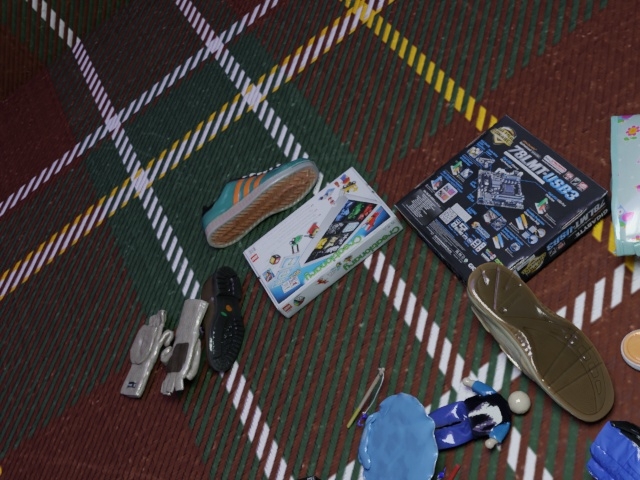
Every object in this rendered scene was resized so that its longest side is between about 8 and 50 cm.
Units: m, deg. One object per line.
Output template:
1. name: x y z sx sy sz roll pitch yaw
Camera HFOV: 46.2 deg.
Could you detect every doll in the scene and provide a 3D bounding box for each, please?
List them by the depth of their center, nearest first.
1. doll: 0.257 0.290 1.252 0.188 0.046 0.129 -21 52 16

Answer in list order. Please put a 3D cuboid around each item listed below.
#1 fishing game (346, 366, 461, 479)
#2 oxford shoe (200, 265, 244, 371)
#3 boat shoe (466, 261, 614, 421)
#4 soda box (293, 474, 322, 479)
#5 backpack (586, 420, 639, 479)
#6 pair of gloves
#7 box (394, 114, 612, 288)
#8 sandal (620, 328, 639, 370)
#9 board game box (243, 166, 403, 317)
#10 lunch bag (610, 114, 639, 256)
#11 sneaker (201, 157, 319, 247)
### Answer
1. fishing game: 0.133 0.352 1.253 0.264 0.041 0.189 43 112 53
2. oxford shoe: -0.217 0.175 1.586 0.096 0.082 0.227 -31 47 38
3. boat shoe: 0.354 0.169 1.235 0.109 0.098 0.302 -38 71 -11
4. soda box: -0.014 0.489 1.260 0.053 0.060 0.169 -19 51 16
5. backpack: 0.460 0.330 1.082 0.120 0.097 0.101 39 112 41
6. pair of gloves: -0.325 0.233 1.592 0.240 0.042 0.204 -16 56 42
7. box: 0.338 -0.063 1.428 0.293 0.073 0.295 -39 49 0
8. sandal: 0.589 0.169 1.127 0.265 0.076 0.102 0 60 29
9. board game box: 0.000 0.000 1.586 0.305 0.053 0.193 -38 48 2
10. lunch bag: 0.599 -0.084 1.242 0.223 0.160 0.262 -4 52 26
11. sneaker: -0.149 -0.112 1.709 0.302 0.108 0.121 -32 53 8
